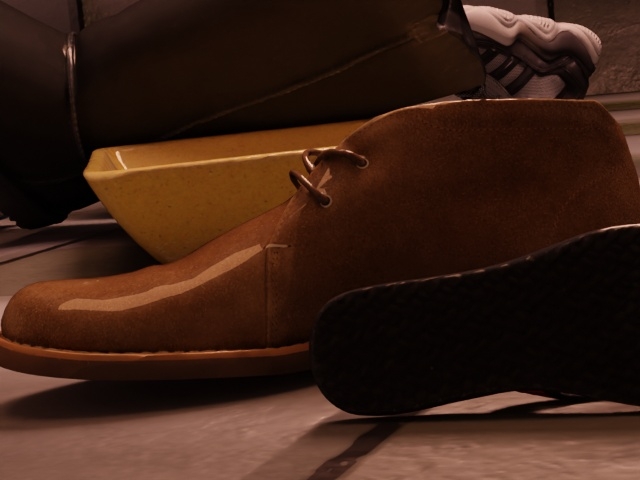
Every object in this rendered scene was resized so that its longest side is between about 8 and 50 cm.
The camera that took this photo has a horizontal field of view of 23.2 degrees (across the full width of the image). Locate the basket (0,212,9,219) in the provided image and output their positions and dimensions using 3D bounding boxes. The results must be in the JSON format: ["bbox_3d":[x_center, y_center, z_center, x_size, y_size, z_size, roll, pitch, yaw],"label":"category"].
[{"bbox_3d":[-0.380,-0.109,1.531,0.255,0.201,0.289,-4,17,21],"label":"basket"}]

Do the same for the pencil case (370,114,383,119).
[{"bbox_3d":[-0.047,-0.115,1.653,0.273,0.113,0.124,2,28,45],"label":"pencil case"}]

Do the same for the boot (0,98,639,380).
[{"bbox_3d":[0.000,0.000,0.709,0.305,0.115,0.112,-8,9,-11],"label":"boot"}]

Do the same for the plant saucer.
[{"bbox_3d":[-0.003,-0.041,1.167,0.333,0.081,0.333,-6,7,-6],"label":"plant saucer"}]

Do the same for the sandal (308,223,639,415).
[{"bbox_3d":[0.085,0.032,0.589,0.179,0.067,0.040,-6,-5,17],"label":"sandal"}]

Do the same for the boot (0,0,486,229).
[{"bbox_3d":[-0.124,-0.183,1.271,0.445,0.146,0.367,-15,-29,17],"label":"boot"}]

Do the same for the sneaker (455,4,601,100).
[{"bbox_3d":[0.155,-0.138,1.478,0.269,0.153,0.101,3,1,-34],"label":"sneaker"}]
